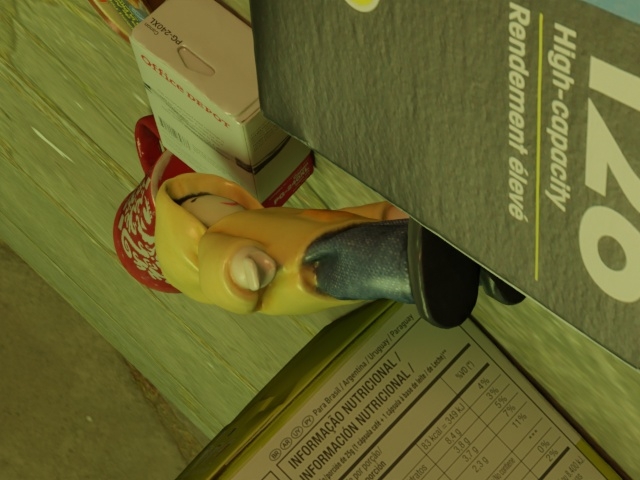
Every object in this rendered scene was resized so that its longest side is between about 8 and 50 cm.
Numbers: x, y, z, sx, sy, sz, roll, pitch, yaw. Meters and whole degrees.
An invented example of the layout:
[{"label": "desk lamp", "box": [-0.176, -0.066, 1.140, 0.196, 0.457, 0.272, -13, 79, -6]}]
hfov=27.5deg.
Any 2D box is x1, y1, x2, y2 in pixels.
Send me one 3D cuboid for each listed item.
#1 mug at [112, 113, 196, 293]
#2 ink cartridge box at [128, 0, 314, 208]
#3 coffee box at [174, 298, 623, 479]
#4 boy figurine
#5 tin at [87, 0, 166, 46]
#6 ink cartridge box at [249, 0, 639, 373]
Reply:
[{"label": "mug", "box": [-0.130, -0.036, 1.152, 0.150, 0.113, 0.169, 44, 161, -2]}, {"label": "ink cartridge box", "box": [-0.066, -0.095, 0.925, 0.109, 0.063, 0.150, 39, 162, 19]}, {"label": "coffee box", "box": [0.041, 0.278, 1.080, 0.334, 0.338, 0.337, 46, 164, -1]}, {"label": "boy figurine", "box": [0.000, 0.000, 0.821, 0.285, 0.177, 0.092, 5, 105, 49]}, {"label": "tin", "box": [-0.163, -0.212, 0.925, 0.189, 0.040, 0.106, 52, 159, -22]}, {"label": "ink cartridge box", "box": [0.077, -0.111, 0.316, 0.307, 0.072, 0.303, 38, 141, 45]}]
